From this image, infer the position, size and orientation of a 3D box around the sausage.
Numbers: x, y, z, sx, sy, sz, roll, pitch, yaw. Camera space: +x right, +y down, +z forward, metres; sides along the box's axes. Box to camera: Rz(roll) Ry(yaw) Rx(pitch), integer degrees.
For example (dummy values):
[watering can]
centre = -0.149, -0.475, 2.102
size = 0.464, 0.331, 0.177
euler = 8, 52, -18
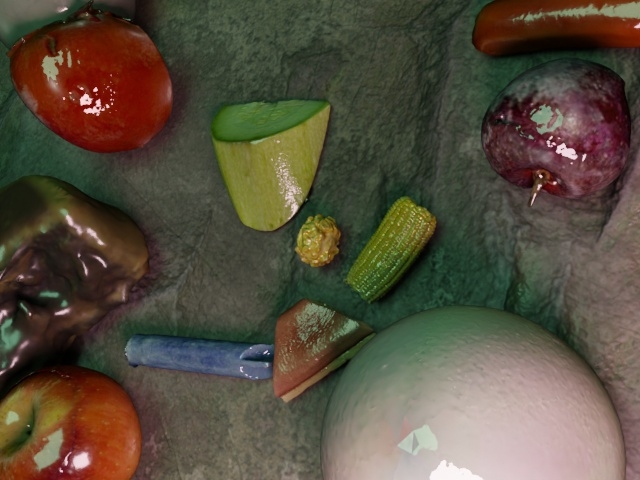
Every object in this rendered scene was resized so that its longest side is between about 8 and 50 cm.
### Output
[sausage]
centre = 0.357, -0.322, 1.067
size = 0.300, 0.083, 0.089
euler = 5, 88, 33

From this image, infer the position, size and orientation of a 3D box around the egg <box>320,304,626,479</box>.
[egg]
centre = 0.151, 0.236, 0.845
size = 0.354, 0.340, 0.355
euler = -10, 67, 26

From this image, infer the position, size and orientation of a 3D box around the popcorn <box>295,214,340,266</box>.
[popcorn]
centre = 0.000, 0.000, 1.172
size = 0.057, 0.083, 0.082
euler = 16, 114, 39

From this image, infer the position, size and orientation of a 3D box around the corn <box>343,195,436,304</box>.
[corn]
centre = 0.104, 0.015, 1.112
size = 0.085, 0.063, 0.165
euler = 40, 97, 24

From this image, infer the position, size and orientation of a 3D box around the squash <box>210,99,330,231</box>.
[squash]
centre = -0.101, -0.137, 1.314
size = 0.236, 0.155, 0.204
euler = 2, 38, 33

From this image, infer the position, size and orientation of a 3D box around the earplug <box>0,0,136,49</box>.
[earplug]
centre = -0.548, -0.548, 1.549
size = 0.312, 0.312, 0.394
euler = -22, 66, 23

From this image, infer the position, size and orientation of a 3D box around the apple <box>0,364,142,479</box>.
[apple]
centre = -0.430, 0.337, 1.235
size = 0.271, 0.206, 0.252
euler = -33, 49, 14

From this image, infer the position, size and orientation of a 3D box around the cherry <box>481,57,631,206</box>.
[cherry]
centre = 0.314, -0.151, 0.981
size = 0.195, 0.195, 0.195
euler = -10, 69, 27

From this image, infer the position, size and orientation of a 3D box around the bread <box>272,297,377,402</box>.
[bread]
centre = -0.007, 0.150, 1.128
size = 0.192, 0.067, 0.119
euler = -34, 67, 18

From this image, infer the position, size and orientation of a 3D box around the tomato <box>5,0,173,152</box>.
[tomato]
centre = -0.442, -0.276, 1.379
size = 0.309, 0.309, 0.170
euler = -27, 19, 20

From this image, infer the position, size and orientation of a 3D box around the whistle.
[whistle]
centre = -0.196, 0.193, 1.230
size = 0.304, 0.062, 0.062
euler = 0, 73, 30

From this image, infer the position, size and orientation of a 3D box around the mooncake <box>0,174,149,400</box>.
[mooncake]
centre = -0.515, 0.084, 1.341
size = 0.394, 0.246, 0.393
euler = -15, 58, 26
